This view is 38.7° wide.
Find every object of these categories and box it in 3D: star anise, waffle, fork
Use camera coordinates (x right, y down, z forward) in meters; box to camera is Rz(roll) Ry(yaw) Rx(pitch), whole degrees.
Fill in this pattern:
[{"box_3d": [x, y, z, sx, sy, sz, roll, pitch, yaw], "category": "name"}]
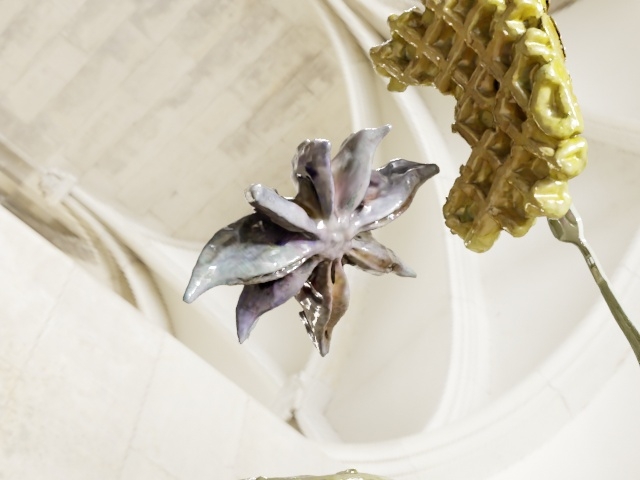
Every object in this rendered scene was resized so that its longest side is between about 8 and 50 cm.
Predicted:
[{"box_3d": [0.000, 0.000, 0.642, 0.204, 0.181, 0.061, -42, -138, -12], "category": "star anise"}, {"box_3d": [0.112, -0.093, 0.640, 0.149, 0.051, 0.194, -24, -104, 47], "category": "waffle"}, {"box_3d": [0.248, 0.036, 0.818, 0.034, 0.028, 0.219, -44, -128, 40], "category": "fork"}]

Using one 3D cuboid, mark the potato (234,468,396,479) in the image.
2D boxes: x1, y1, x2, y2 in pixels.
[{"box_3d": [-0.018, 0.221, 0.547, 0.228, 0.197, 0.149, -41, -149, 35], "category": "potato"}]
